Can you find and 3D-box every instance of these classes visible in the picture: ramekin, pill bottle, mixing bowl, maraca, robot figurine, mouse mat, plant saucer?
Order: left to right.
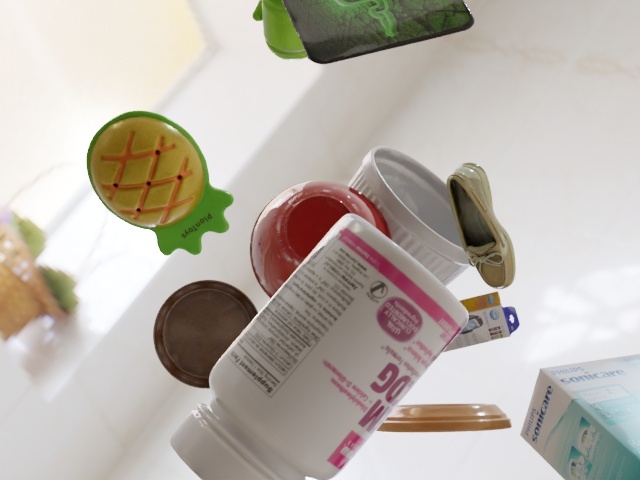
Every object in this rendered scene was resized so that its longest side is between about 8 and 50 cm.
[{"bbox_3d":[-0.181,-0.063,1.653,0.186,0.127,0.099,49,11,-20],"label":"maraca"},{"bbox_3d":[-0.174,0.144,2.267,0.168,0.168,0.029,40,-3,-6],"label":"plant saucer"},{"bbox_3d":[-0.032,-0.252,1.666,0.101,0.067,0.115,24,-36,21],"label":"robot figurine"},{"bbox_3d":[-0.004,0.128,1.414,0.160,0.283,0.160,41,-2,2],"label":"pill bottle"},{"bbox_3d":[0.000,0.000,1.812,0.181,0.181,0.098,33,-11,8],"label":"mixing bowl"},{"bbox_3d":[0.039,-0.231,1.326,0.007,0.152,0.190,84,-12,-46],"label":"mouse mat"},{"bbox_3d":[0.115,-0.018,1.971,0.207,0.207,0.109,40,-68,-5],"label":"ramekin"},{"bbox_3d":[0.175,0.254,2.115,0.200,0.037,0.200,-2,-5,0],"label":"plant saucer"}]

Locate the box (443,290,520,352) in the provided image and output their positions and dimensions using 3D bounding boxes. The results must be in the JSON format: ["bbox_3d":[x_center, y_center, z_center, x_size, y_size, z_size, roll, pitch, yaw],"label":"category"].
[{"bbox_3d":[0.200,0.112,1.994,0.136,0.028,0.081,-15,-39,7],"label":"box"}]

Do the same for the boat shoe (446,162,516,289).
[{"bbox_3d":[0.179,-0.011,1.666,0.056,0.048,0.153,-5,-71,34],"label":"boat shoe"}]

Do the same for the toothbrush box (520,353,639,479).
[{"bbox_3d":[0.458,0.294,2.060,0.295,0.216,0.126,45,-49,49],"label":"toothbrush box"}]
